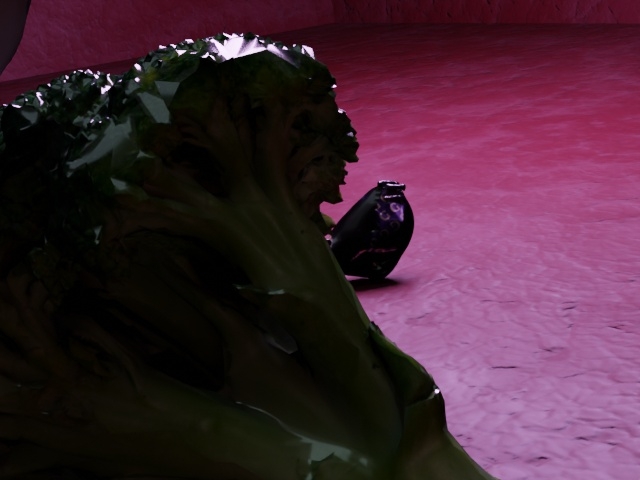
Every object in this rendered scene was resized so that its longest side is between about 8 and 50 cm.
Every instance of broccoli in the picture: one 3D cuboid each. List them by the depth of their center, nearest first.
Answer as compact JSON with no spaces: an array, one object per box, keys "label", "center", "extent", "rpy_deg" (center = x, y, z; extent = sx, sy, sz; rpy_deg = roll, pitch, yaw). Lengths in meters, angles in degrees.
[{"label":"broccoli","center":[-0.044,0.059,0.513],"extent":[0.254,0.269,0.269],"rpy_deg":[-53,25,-4]}]

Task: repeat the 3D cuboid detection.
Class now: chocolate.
[{"label":"chocolate","center":[0.000,0.003,0.912],"extent":[0.147,0.072,0.070],"rpy_deg":[-11,18,5]}]

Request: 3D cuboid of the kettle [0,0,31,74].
[{"label":"kettle","center":[-0.252,0.043,0.330],"extent":[0.250,0.361,0.377],"rpy_deg":[19,60,9]}]
